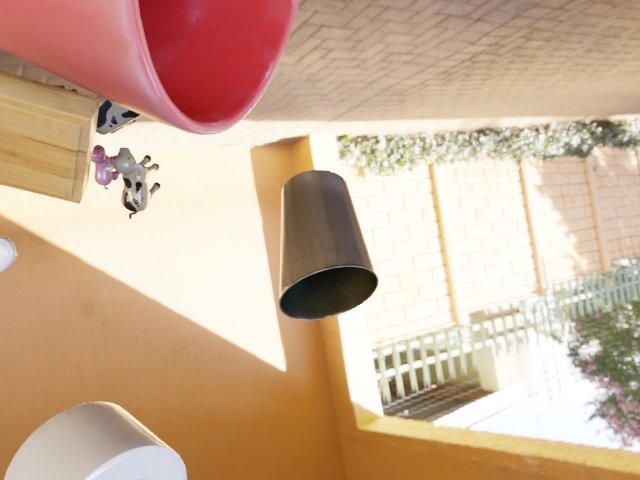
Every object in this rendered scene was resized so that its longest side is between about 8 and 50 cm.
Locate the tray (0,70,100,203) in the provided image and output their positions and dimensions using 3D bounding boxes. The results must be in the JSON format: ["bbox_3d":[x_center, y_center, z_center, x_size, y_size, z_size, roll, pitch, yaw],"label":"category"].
[{"bbox_3d":[-0.612,-0.204,0.969,0.411,0.076,0.202,14,132,-17],"label":"tray"}]

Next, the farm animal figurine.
[{"bbox_3d":[-0.451,-0.236,1.198,0.327,0.330,0.172,-43,-168,25],"label":"farm animal figurine"}]

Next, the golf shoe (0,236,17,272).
[{"bbox_3d":[-0.578,0.042,0.892,0.176,0.069,0.086,-19,-170,-10],"label":"golf shoe"}]

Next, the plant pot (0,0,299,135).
[{"bbox_3d":[-0.160,-0.231,0.396,0.243,0.274,0.275,16,180,11],"label":"plant pot"}]

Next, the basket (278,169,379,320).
[{"bbox_3d":[0.000,0.000,1.014,0.154,0.226,0.204,14,142,-29],"label":"basket"}]

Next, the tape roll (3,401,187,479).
[{"bbox_3d":[-0.372,0.418,0.943,0.169,0.246,0.246,18,-165,39],"label":"tape roll"}]
